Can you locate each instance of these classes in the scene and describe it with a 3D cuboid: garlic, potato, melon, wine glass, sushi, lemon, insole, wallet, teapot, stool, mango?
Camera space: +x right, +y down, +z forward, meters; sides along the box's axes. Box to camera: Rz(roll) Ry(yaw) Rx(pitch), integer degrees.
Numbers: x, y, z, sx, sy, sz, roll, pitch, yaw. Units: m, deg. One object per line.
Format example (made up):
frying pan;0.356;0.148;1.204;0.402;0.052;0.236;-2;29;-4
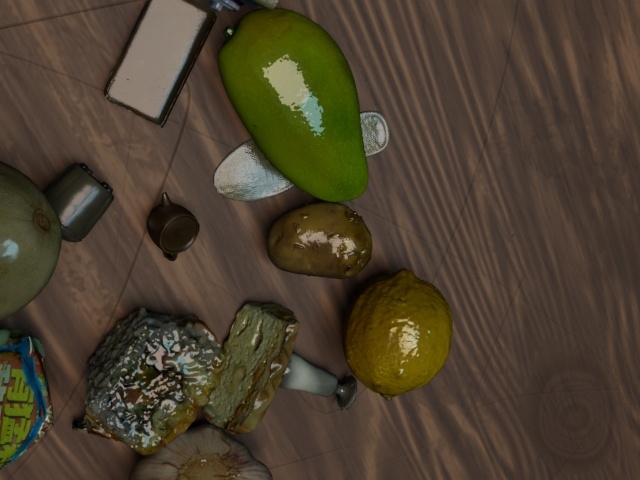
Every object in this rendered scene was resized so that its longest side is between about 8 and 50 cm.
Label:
garlic;-0.223;0.458;1.408;0.245;0.245;0.253;9;135;-20
potato;0.000;0.000;1.389;0.175;0.137;0.137;12;100;-5
melon;-0.514;0.005;1.142;0.308;0.272;0.272;18;99;17
wine glass;-0.011;0.250;1.477;0.155;0.072;0.072;25;95;-23
sushi;-0.283;0.233;1.344;0.184;0.139;0.274;40;83;-21
lemon;0.133;0.162;1.438;0.192;0.192;0.231;7;93;-20
insole;-0.029;-0.146;1.407;0.322;0.007;0.109;-18;109;-13
wallet;-0.250;-0.286;1.284;0.110;0.031;0.198;25;95;-22
teapot;-0.245;-0.020;1.337;0.076;0.068;0.121;-21;133;-34
stool;-0.376;-0.059;1.266;0.096;0.096;0.110;43;82;-23
mango;-0.025;-0.208;1.313;0.192;0.156;0.343;-32;113;-3

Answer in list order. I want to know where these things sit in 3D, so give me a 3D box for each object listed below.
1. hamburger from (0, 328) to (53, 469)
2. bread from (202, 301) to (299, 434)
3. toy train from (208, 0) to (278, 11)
hamburger;-0.525;0.226;1.209;0.261;0.150;0.276;-58;151;-26
bread;-0.116;0.217;1.416;0.088;0.128;0.232;21;95;-56
toy train;-0.182;-0.429;1.178;0.299;0.202;0.131;24;94;-21
